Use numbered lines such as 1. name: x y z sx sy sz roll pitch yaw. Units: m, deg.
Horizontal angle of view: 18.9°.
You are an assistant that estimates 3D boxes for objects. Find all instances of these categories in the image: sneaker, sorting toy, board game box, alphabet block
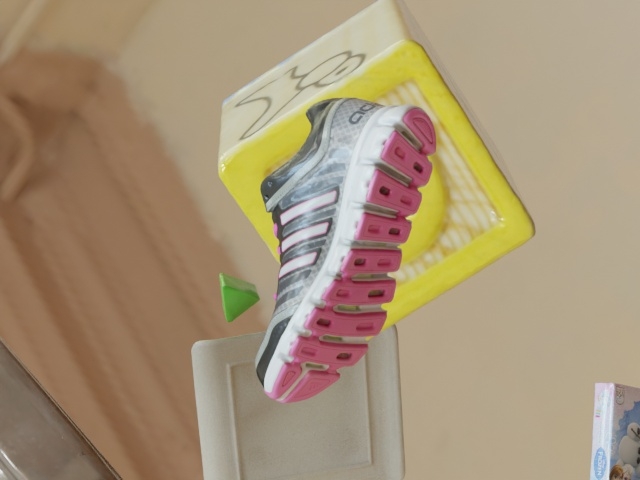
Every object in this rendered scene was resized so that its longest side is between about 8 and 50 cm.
1. sneaker: 0.000 0.000 1.003 0.075 0.170 0.063 29 -166 38
2. sorting toy: -0.021 0.163 1.846 0.196 0.348 0.047 -7 -158 -7
3. board game box: 0.231 0.153 1.391 0.090 0.020 0.090 13 -104 -43
4. alphabet block: 0.041 -0.061 1.565 0.193 0.192 0.197 54 -170 -16

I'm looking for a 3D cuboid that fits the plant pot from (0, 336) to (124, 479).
1. plant pot: -0.282 0.209 1.482 0.263 0.229 0.263 47 172 9
